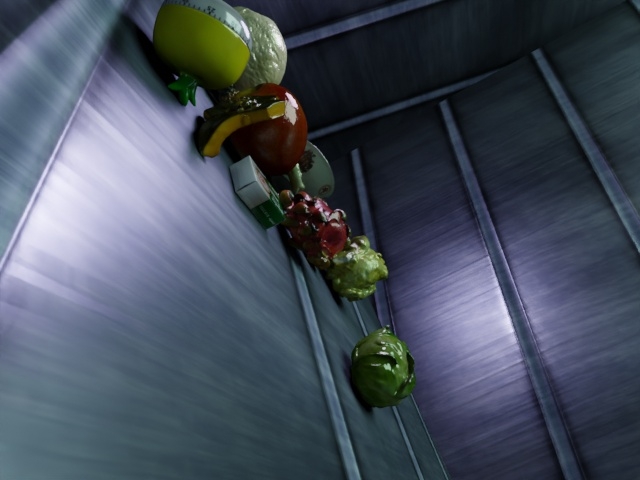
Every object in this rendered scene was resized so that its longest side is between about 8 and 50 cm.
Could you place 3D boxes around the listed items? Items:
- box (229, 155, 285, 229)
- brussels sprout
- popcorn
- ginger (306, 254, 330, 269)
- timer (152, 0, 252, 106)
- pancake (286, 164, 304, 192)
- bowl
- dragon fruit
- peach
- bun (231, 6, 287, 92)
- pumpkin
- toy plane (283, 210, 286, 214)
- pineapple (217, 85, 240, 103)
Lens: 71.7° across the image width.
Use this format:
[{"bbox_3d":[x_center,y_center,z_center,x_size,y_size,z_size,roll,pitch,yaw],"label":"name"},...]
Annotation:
[{"bbox_3d":[-0.197,-0.149,1.401,0.199,0.081,0.135,52,12,-47],"label":"box"},{"bbox_3d":[0.222,0.459,1.580,0.260,0.226,0.295,-84,156,-51],"label":"brussels sprout"},{"bbox_3d":[0.163,0.145,2.136,0.312,0.312,0.312,61,7,-13],"label":"popcorn"},{"bbox_3d":[-0.022,0.068,1.895,0.162,0.073,0.103,53,-3,-24],"label":"ginger"},{"bbox_3d":[-0.339,-0.502,1.218,0.285,0.285,0.285,61,7,-13],"label":"timer"},{"bbox_3d":[-0.205,-0.336,1.792,0.376,0.197,0.054,44,47,10],"label":"pancake"},{"bbox_3d":[-0.114,-0.275,1.925,0.337,0.157,0.337,32,-31,22],"label":"bowl"},{"bbox_3d":[-0.031,-0.068,1.676,0.227,0.243,0.308,-34,103,-45],"label":"dragon fruit"},{"bbox_3d":[-0.185,-0.381,1.570,0.308,0.307,0.333,-109,-179,-51],"label":"peach"},{"bbox_3d":[-0.315,-0.718,1.720,0.227,0.348,0.353,-42,127,-64],"label":"bun"},{"bbox_3d":[-0.226,-0.352,1.272,0.290,0.258,0.095,-114,-173,-59],"label":"pumpkin"},{"bbox_3d":[-0.098,-0.094,1.907,0.174,0.080,0.174,41,24,-23],"label":"toy plane"},{"bbox_3d":[-0.364,-0.568,1.621,0.278,0.118,0.130,59,27,-29],"label":"pineapple"}]
